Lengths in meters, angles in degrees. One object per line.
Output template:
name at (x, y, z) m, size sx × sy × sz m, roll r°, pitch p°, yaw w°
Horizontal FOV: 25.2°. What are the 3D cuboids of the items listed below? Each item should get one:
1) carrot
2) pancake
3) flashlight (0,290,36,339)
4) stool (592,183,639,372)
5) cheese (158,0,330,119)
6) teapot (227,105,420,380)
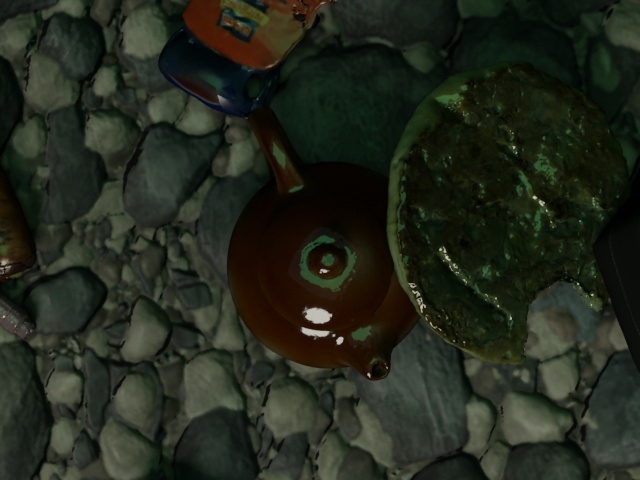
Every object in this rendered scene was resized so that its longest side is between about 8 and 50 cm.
carrot at (-0.297, -0.041, 1.267) m, size 0.055 × 0.055 × 0.161 m, roll -23°, pitch 79°, yaw 2°
pancake at (0.159, -0.027, 1.198) m, size 0.253 × 0.037 × 0.254 m, roll 1°, pitch 88°, yaw -24°
flashlight at (-0.299, 0.049, 1.272) m, size 0.110 × 0.031 × 0.052 m, roll 39°, pitch 65°, yaw 1°
stool at (0.348, 0.018, 1.164) m, size 0.232 × 0.141 × 0.232 m, roll 1°, pitch 80°, yaw -7°
cheese at (-0.030, -0.264, 1.224) m, size 0.217 × 0.129 × 0.329 m, roll 31°, pitch 107°, yaw 10°
teapot at (0.000, 0.000, 1.204) m, size 0.178 × 0.135 × 0.252 m, roll -25°, pitch 87°, yaw -2°
